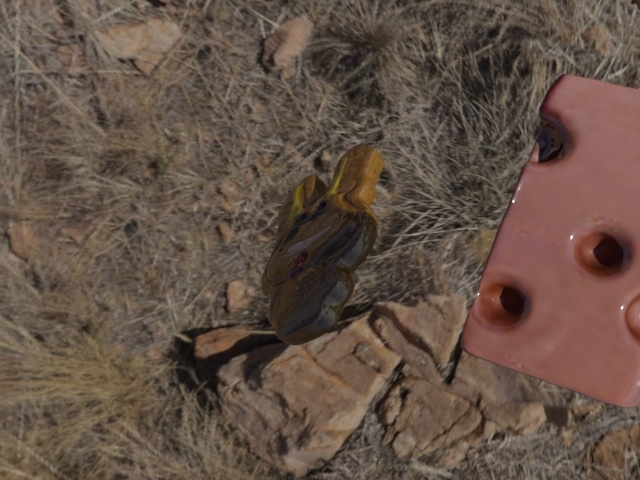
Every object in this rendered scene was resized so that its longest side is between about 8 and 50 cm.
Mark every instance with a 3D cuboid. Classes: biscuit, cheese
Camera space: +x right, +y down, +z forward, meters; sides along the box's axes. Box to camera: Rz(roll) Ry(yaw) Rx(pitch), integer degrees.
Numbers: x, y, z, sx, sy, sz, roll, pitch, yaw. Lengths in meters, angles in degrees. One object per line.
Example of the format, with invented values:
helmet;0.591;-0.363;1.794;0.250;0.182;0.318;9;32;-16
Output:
biscuit;-0.003;-0.002;0.921;0.186;0.295;0.044;-34;122;32
cheese;0.190;-0.019;0.513;0.128;0.203;0.177;19;113;20

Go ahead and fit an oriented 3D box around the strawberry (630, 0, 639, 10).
strawberry;0.324;-0.224;0.574;0.085;0.192;0.140;29;83;-7
